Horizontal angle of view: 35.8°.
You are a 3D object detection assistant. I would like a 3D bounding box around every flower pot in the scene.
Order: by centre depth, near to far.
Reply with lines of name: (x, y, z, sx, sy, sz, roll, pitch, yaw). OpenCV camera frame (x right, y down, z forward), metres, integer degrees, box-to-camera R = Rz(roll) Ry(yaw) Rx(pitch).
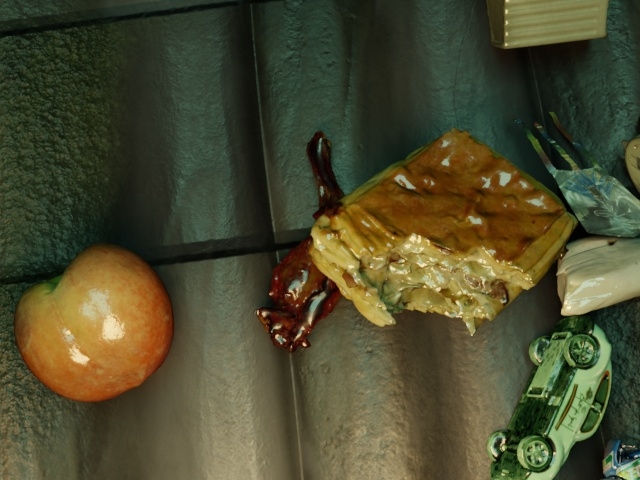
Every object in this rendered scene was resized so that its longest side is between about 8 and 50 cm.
flower pot: (0.397, -0.456, 1.760, 0.190, 0.209, 0.239, -8, 74, 2)

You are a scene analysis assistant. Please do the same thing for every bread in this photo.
bread: (0.193, 0.013, 1.606, 0.314, 0.191, 0.370, 42, 62, 15)

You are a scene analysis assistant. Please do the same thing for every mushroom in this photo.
mushroom: (0.543, 0.057, 1.628, 0.329, 0.122, 0.159, -4, 52, 0)

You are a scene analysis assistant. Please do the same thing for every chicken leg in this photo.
chicken leg: (0.000, 0.000, 1.707, 0.158, 0.096, 0.406, 1, 69, 24)

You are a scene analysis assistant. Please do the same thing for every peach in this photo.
peach: (-0.360, 0.137, 1.613, 0.253, 0.252, 0.252, -1, 72, 3)

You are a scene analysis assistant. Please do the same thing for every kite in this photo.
kite: (0.450, -0.116, 1.697, 0.169, 0.015, 0.309, -3, 48, -26)

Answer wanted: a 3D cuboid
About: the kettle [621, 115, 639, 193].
kettle: (0.655, -0.179, 1.691, 0.255, 0.165, 0.240, -32, 45, -7)

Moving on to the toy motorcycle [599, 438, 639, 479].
toy motorcycle: (0.535, 0.362, 1.557, 0.255, 0.092, 0.135, -14, 63, -10)

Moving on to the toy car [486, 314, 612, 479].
toy car: (0.377, 0.269, 1.575, 0.125, 0.136, 0.305, 28, 76, -10)
